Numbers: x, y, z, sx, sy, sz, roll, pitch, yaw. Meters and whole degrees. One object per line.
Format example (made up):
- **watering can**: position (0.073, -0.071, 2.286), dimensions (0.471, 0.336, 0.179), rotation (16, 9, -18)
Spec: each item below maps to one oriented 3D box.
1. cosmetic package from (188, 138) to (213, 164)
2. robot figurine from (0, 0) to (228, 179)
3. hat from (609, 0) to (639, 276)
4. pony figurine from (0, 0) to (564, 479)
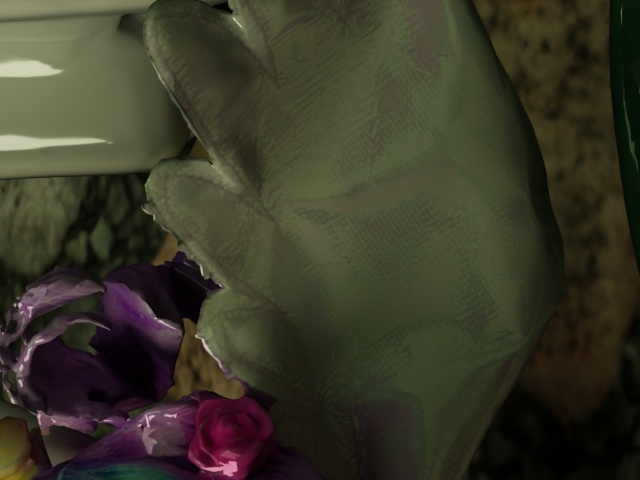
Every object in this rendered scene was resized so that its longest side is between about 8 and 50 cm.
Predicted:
- **cosmetic package**: position (0.000, 0.000, 0.707), dimensions (0.041, 0.060, 0.115), rotation (-58, 47, 30)
- **robot figurine**: position (-0.113, -0.203, 0.712), dimensions (0.300, 0.200, 0.353), rotation (-91, -2, -80)
- **hat**: position (0.185, -0.054, 0.516), dimensions (0.208, 0.184, 0.173), rotation (82, -177, -78)
- **pony figurine**: position (-0.026, 0.108, 0.568), dimensions (0.363, 0.351, 0.303), rotation (-7, 41, 49)
